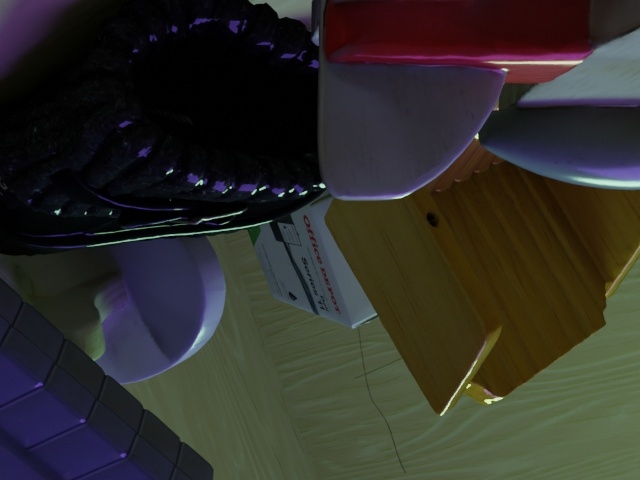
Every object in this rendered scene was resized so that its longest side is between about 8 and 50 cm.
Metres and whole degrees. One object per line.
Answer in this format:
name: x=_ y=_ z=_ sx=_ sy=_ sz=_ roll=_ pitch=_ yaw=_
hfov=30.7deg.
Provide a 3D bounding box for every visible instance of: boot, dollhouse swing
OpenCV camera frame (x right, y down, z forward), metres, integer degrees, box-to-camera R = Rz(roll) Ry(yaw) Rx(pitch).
boot: x=-0.046 y=-0.079 z=0.761 sx=0.348 sy=0.131 sz=0.260 roll=-21 pitch=-179 yaw=-40
dollhouse swing: x=0.240 y=-0.063 z=1.137 sx=0.347 sy=0.315 sz=0.305 roll=-24 pitch=172 yaw=-45

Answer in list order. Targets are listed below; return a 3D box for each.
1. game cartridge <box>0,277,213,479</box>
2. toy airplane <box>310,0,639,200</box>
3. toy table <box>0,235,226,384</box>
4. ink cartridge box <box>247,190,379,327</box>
game cartridge: x=-0.273 y=0.171 z=0.810 sx=0.355 sy=0.230 sz=0.068 roll=-27 pitch=-154 yaw=29
toy airplane: x=0.180 y=-0.085 z=0.547 sx=0.384 sy=0.272 sz=0.386 roll=-19 pitch=-178 yaw=39
toy table: x=-0.227 y=0.051 z=0.900 sx=0.274 sy=0.252 sz=0.161 roll=-14 pitch=-172 yaw=36
ink cartridge box: x=0.000 y=0.000 z=1.308 sx=0.087 sy=0.153 sz=0.208 roll=-26 pitch=-163 yaw=-22
